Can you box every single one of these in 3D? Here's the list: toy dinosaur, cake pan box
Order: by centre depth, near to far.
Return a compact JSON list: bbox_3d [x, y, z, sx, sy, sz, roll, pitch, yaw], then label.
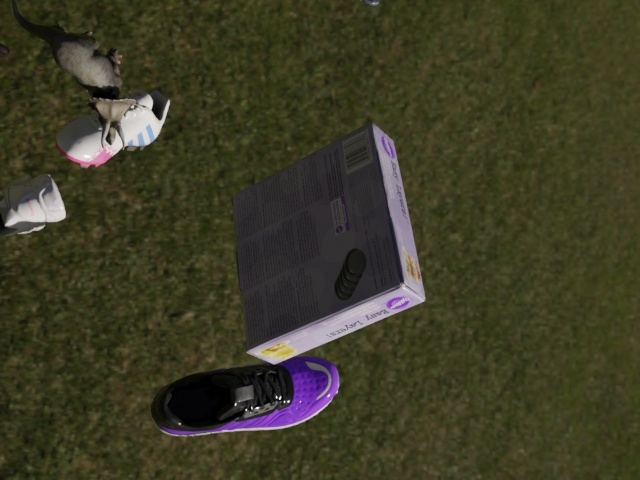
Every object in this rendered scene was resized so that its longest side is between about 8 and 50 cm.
[{"bbox_3d":[0.000,0.000,1.252,0.070,0.245,0.267,35,37,-48],"label":"cake pan box"},{"bbox_3d":[-0.437,-0.332,1.753,0.121,0.160,0.313,-33,121,-2],"label":"toy dinosaur"}]

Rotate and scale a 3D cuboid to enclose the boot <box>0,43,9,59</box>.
[{"bbox_3d":[-0.489,-0.243,1.335,0.042,0.118,0.087,42,74,-35],"label":"boot"}]

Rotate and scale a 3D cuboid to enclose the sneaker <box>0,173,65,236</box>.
[{"bbox_3d":[-0.473,-0.048,1.433,0.115,0.232,0.090,-22,95,-29],"label":"sneaker"}]

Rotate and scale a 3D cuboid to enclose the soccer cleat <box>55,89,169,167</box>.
[{"bbox_3d":[-0.427,-0.249,1.964,0.116,0.143,0.331,39,23,5],"label":"soccer cleat"}]

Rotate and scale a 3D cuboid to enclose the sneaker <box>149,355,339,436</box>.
[{"bbox_3d":[-0.108,0.233,1.402,0.146,0.293,0.102,114,-36,-73],"label":"sneaker"}]

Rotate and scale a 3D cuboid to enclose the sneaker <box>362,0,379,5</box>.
[{"bbox_3d":[0.013,-0.282,0.850,0.094,0.153,0.235,-61,157,13],"label":"sneaker"}]
